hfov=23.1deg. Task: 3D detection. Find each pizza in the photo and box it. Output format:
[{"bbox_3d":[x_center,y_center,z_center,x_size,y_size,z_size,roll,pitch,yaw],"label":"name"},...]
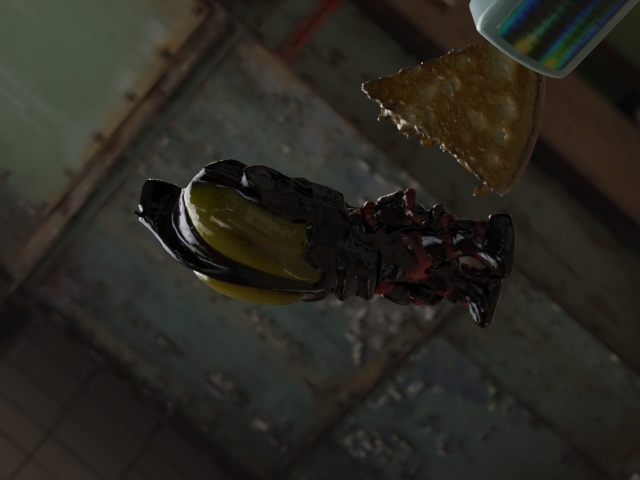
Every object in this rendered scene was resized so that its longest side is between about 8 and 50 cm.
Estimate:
[{"bbox_3d":[0.143,-0.147,1.694,0.062,0.199,0.188,30,-107,-74],"label":"pizza"}]

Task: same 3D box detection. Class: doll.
[{"bbox_3d":[0.000,0.001,1.021,0.088,0.249,0.127,-74,-3,-61],"label":"doll"}]

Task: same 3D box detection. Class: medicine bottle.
[{"bbox_3d":[0.256,-0.266,1.484,0.229,0.121,0.083,-47,32,30],"label":"medicine bottle"}]
